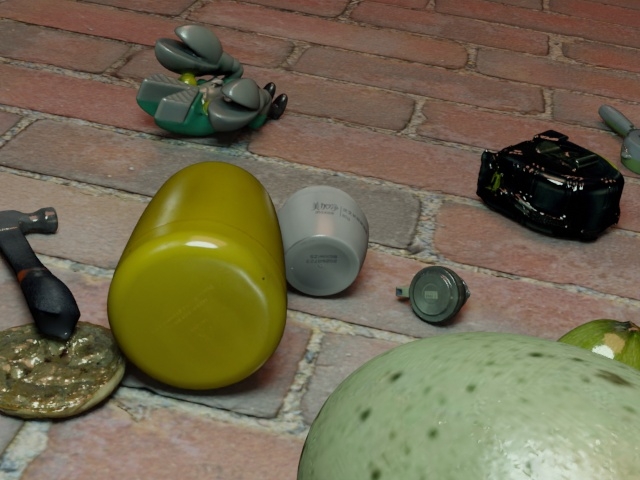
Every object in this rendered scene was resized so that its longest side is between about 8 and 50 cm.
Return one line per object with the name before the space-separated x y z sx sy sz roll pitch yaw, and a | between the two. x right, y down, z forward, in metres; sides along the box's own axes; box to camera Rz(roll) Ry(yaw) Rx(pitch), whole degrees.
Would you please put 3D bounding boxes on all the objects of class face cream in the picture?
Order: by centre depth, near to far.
face cream | 0.000 0.000 1.193 0.117 0.117 0.104 6 37 -4

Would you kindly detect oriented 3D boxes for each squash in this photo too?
squash | 0.245 0.155 0.910 0.123 0.186 0.123 12 28 -7

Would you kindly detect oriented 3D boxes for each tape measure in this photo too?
tape measure | 0.349 -0.084 1.448 0.199 0.112 0.186 -21 42 -40

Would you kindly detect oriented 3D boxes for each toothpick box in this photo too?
toothpick box | -0.122 0.020 1.069 0.175 0.174 0.271 6 25 -4

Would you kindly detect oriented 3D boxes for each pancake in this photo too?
pancake | -0.267 0.124 0.990 0.158 0.028 0.158 4 29 -2

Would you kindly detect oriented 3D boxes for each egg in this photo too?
egg | 0.141 0.211 0.669 0.379 0.287 0.288 18 28 41

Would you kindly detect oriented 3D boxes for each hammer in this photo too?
hammer | -0.330 0.031 1.107 0.137 0.037 0.290 -9 27 -26

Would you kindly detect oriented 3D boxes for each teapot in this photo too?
teapot | 0.136 0.062 1.182 0.088 0.066 0.057 1 -1 37

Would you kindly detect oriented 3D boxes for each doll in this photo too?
doll | -0.168 -0.246 1.563 0.195 0.153 0.258 28 27 8

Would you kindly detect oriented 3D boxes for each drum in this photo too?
drum | 0.570 -0.177 1.735 0.130 0.049 0.253 8 29 0
